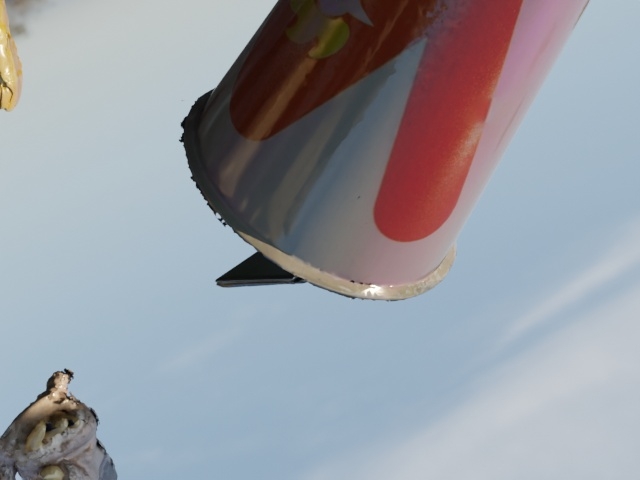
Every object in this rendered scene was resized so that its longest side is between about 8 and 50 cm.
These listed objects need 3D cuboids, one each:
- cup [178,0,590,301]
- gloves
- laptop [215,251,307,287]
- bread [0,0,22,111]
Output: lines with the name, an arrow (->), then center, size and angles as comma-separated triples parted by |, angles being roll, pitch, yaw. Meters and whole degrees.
cup -> 0.062, -0.131, 1.031 | 0.288, 0.203, 0.203 | -56, 172, 34
gloves -> -0.241, 0.198, 1.593 | 0.094, 0.144, 0.110 | 6, -143, 26
laptop -> 0.000, 0.000, 1.653 | 0.180, 0.016, 0.129 | -33, -162, -38
bread -> -0.285, -0.173, 1.472 | 0.053, 0.132, 0.074 | -10, -171, -4
